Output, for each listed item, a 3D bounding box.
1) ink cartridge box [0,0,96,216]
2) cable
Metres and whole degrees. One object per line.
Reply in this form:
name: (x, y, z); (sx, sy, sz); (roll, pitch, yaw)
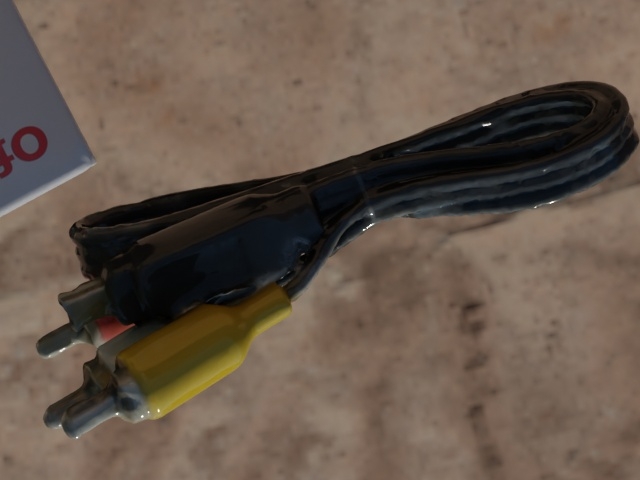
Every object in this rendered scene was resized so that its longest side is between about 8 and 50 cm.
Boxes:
ink cartridge box: (-0.379, -0.152, 1.310); (0.285, 0.395, 0.166); (-31, -171, -25)
cable: (0.000, 0.000, 0.857); (0.287, 0.139, 0.072); (-20, 115, -9)
